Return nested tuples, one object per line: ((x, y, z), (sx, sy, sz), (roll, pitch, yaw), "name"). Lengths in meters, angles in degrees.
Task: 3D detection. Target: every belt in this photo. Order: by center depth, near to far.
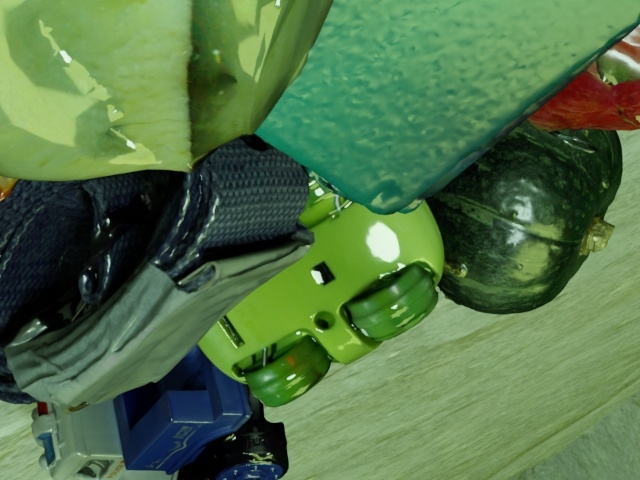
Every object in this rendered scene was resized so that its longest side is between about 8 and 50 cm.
((-0.107, 0.007, 1.137), (0.230, 0.140, 0.126), (-41, 161, 27), "belt")

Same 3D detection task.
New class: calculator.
((0.027, -0.142, 0.893), (0.274, 0.058, 0.248), (29, 121, -36), "calculator")

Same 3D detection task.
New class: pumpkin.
((0.149, -0.034, 1.447), (0.146, 0.190, 0.190), (15, 157, -2), "pumpkin")

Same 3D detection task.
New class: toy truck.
((-0.013, 0.012, 1.362), (0.187, 0.148, 0.210), (-34, -169, 0), "toy truck")
((-0.133, 0.135, 1.521), (0.177, 0.161, 0.213), (4, 147, -32), "toy truck")

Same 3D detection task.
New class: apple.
((-0.083, -0.125, 0.720), (0.207, 0.174, 0.188), (-21, 134, -14), "apple")

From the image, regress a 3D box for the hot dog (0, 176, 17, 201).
((-0.209, -0.022, 0.981), (0.250, 0.076, 0.104), (-37, 163, 27), "hot dog")

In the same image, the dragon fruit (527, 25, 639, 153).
((0.164, -0.148, 1.073), (0.193, 0.192, 0.274), (-26, 167, -14), "dragon fruit")
